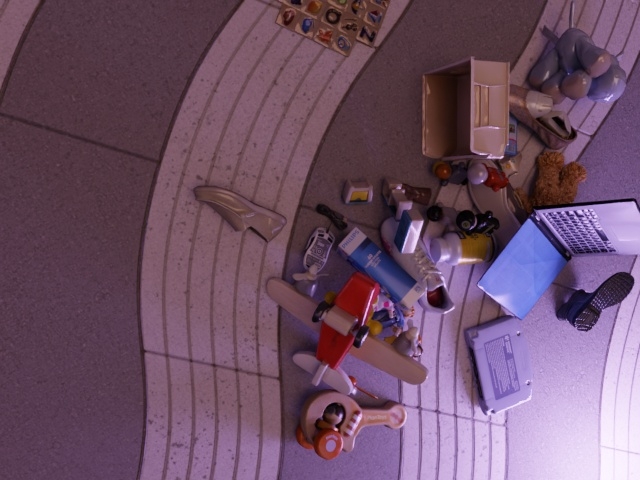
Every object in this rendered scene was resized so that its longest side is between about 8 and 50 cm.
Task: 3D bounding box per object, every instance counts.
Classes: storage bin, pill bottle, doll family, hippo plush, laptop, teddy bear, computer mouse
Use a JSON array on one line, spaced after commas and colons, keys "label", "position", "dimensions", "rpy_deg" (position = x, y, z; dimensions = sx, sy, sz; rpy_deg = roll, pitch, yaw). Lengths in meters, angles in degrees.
[{"label": "storage bin", "position": [0.401, -0.358, 1.709], "dimensions": [0.123, 0.262, 0.260], "rpy_deg": [-3, 96, -19]}, {"label": "pill bottle", "position": [0.430, 0.022, 1.838], "dimensions": [0.184, 0.103, 0.103], "rpy_deg": [-4, 97, -17]}, {"label": "doll family", "position": [0.214, 0.257, 1.807], "dimensions": [0.163, 0.118, 0.262], "rpy_deg": [-17, 82, -9]}, {"label": "hippo plush", "position": [0.803, -0.519, 1.878], "dimensions": [0.237, 0.234, 0.294], "rpy_deg": [17, 47, -35]}, {"label": "laptop", "position": [0.729, 0.075, 1.765], "dimensions": [0.382, 0.408, 0.236], "rpy_deg": [32, 62, -47]}, {"label": "teddy bear", "position": [0.721, -0.117, 1.912], "dimensions": [0.245, 0.113, 0.338], "rpy_deg": [43, 82, -14]}, {"label": "computer mouse", "position": [0.000, 0.000, 1.738], "dimensions": [0.106, 0.042, 0.192], "rpy_deg": [30, 81, -22]}]

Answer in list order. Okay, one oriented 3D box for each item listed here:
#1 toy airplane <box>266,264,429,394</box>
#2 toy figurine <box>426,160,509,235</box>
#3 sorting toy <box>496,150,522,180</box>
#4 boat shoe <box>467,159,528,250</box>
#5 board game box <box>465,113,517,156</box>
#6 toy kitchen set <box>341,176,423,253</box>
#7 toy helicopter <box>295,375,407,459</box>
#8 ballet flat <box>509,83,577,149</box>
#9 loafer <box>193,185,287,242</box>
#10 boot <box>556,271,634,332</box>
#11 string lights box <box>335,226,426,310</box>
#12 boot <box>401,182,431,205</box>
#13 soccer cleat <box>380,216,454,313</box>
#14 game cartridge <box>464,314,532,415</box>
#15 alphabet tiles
[{"label": "toy airplane", "position": [0.074, 0.234, 1.659], "dimensions": [0.386, 0.385, 0.272], "rpy_deg": [58, 48, -23]}, {"label": "toy figurine", "position": [0.416, -0.126, 1.760], "dimensions": [0.148, 0.210, 0.212], "rpy_deg": [7, 97, -37]}, {"label": "sorting toy", "position": [0.593, -0.229, 1.899], "dimensions": [0.083, 0.045, 0.075], "rpy_deg": [-30, 111, -13]}, {"label": "boat shoe", "position": [0.554, -0.114, 1.856], "dimensions": [0.097, 0.117, 0.324], "rpy_deg": [-19, 82, -48]}, {"label": "board game box", "position": [0.521, -0.369, 1.841], "dimensions": [0.160, 0.039, 0.211], "rpy_deg": [7, 83, -18]}, {"label": "toy kitchen set", "position": [0.165, -0.070, 1.711], "dimensions": [0.166, 0.207, 0.122], "rpy_deg": [-4, 131, -16]}, {"label": "toy helicopter", "position": [0.104, 0.503, 1.796], "dimensions": [0.355, 0.140, 0.234], "rpy_deg": [7, 85, -28]}, {"label": "ballet flat", "position": [0.674, -0.386, 1.840], "dimensions": [0.316, 0.106, 0.107], "rpy_deg": [28, 68, -32]}, {"label": "loafer", "position": [-0.220, -0.070, 1.630], "dimensions": [0.269, 0.102, 0.092], "rpy_deg": [22, 83, -19]}, {"label": "boot", "position": [0.872, 0.179, 1.953], "dimensions": [0.083, 0.161, 0.246], "rpy_deg": [43, 96, -8]}, {"label": "string lights box", "position": [0.166, 0.082, 1.706], "dimensions": [0.260, 0.133, 0.076], "rpy_deg": [42, 83, 5]}, {"label": "boot", "position": [0.279, -0.113, 1.816], "dimensions": [0.114, 0.037, 0.106], "rpy_deg": [10, 95, -22]}, {"label": "soccer cleat", "position": [0.296, 0.073, 1.782], "dimensions": [0.116, 0.143, 0.331], "rpy_deg": [-34, 104, -11]}, {"label": "game cartridge", "position": [0.581, 0.396, 1.951], "dimensions": [0.196, 0.060, 0.294], "rpy_deg": [-16, 100, -12]}, {"label": "alphabet tiles", "position": [0.027, -0.689, 1.691], "dimensions": [0.343, 0.011, 0.285], "rpy_deg": [20, 90, -18]}]
